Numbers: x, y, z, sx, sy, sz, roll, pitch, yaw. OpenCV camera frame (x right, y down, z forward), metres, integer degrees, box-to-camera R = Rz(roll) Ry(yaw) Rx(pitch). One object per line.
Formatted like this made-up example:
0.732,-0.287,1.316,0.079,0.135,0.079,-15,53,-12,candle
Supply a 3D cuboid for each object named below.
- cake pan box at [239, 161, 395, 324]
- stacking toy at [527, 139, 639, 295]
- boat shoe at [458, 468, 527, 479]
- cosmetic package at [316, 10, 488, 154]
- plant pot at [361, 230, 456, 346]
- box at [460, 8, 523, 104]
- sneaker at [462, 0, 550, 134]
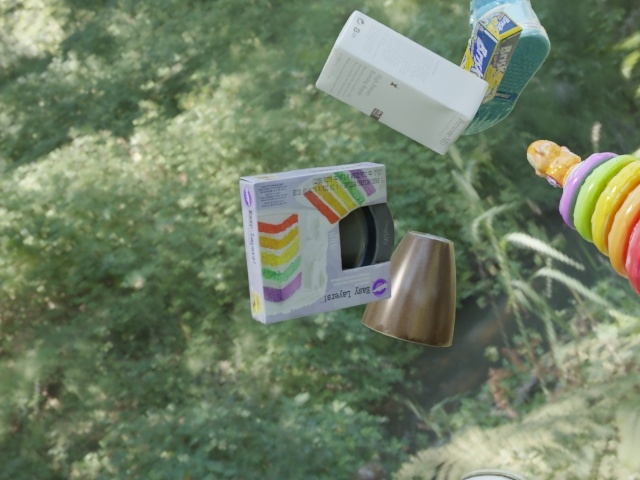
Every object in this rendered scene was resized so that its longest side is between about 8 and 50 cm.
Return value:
0.000,0.000,1.635,0.266,0.246,0.070,-8,14,-27,cake pan box
0.358,-0.049,1.156,0.166,0.175,0.302,-54,46,4,stacking toy
0.213,0.455,1.551,0.302,0.113,0.103,-30,1,42,boat shoe
0.121,-0.235,1.439,0.085,0.231,0.117,-63,3,-28,cosmetic package
0.225,0.101,2.187,0.215,0.215,0.230,-137,60,-79,plant pot
0.274,-0.297,1.583,0.059,0.054,0.169,-29,-25,-25,box
0.323,-0.362,1.851,0.319,0.127,0.208,130,143,-50,sneaker
